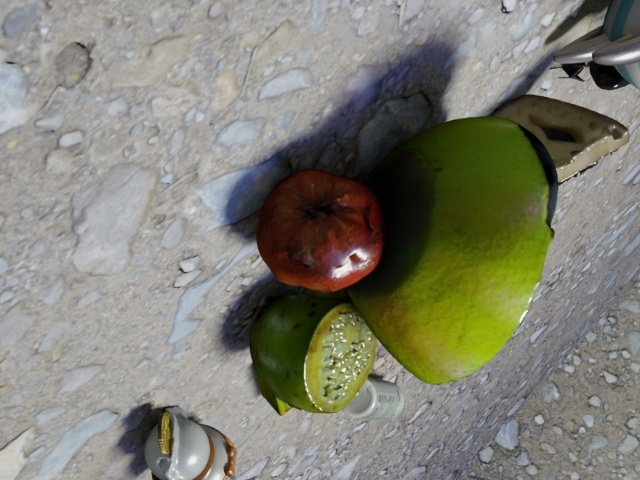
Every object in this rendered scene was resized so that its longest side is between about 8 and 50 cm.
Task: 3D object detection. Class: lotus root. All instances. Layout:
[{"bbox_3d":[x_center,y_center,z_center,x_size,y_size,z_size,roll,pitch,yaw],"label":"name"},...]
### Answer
[{"bbox_3d":[0.334,-0.147,1.652,0.260,0.170,0.074,-35,149,2],"label":"lotus root"}]

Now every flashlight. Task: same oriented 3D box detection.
[{"bbox_3d":[0.638,-0.354,1.887,0.424,0.103,0.103,-25,149,-38],"label":"flashlight"}]

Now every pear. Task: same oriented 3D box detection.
[{"bbox_3d":[0.142,-0.004,1.437,0.165,0.399,0.399,16,123,-23],"label":"pear"}]

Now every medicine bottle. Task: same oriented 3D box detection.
[{"bbox_3d":[0.105,0.325,2.136,0.086,0.086,0.183,-48,156,7],"label":"medicine bottle"}]

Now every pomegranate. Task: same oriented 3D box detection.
[{"bbox_3d":[-0.027,0.136,1.565,0.190,0.159,0.241,-33,127,-42],"label":"pomegranate"}]

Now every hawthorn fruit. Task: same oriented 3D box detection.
[{"bbox_3d":[-0.003,-0.004,1.347,0.173,0.173,0.179,-24,171,-38],"label":"hawthorn fruit"}]

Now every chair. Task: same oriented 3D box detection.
[{"bbox_3d":[0.419,-0.289,1.719,0.086,0.037,0.042,-7,147,-49],"label":"chair"}]

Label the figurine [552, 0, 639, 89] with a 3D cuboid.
[{"bbox_3d":[0.542,-0.341,1.658,0.377,0.266,0.361,-12,148,-1],"label":"figurine"}]

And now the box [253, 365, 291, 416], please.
[{"bbox_3d":[-0.007,0.191,1.777,0.220,0.064,0.141,-38,154,-18],"label":"box"}]

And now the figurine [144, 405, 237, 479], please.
[{"bbox_3d":[-0.201,0.341,1.620,0.143,0.143,0.271,-35,155,-21],"label":"figurine"}]
